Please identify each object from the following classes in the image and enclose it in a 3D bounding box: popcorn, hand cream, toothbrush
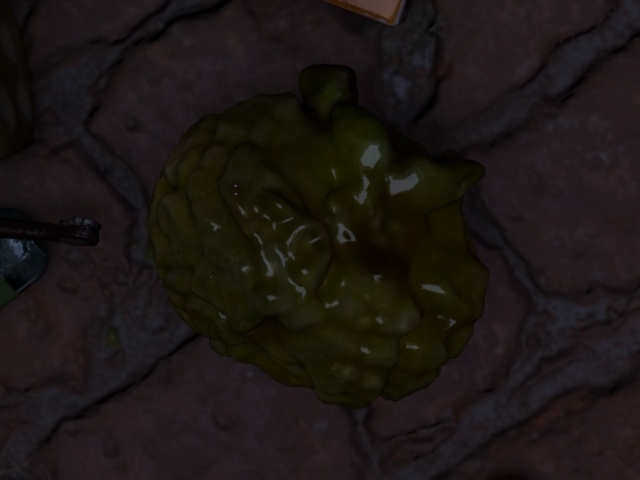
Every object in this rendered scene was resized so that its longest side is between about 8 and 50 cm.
[{"bbox_3d":[0.000,0.000,1.362,0.258,0.224,0.270,-14,83,-19],"label":"popcorn"},{"bbox_3d":[-0.309,0.041,1.476,0.175,0.046,0.095,-33,93,9],"label":"hand cream"},{"bbox_3d":[-0.355,-0.019,1.447,0.364,0.041,0.041,5,101,12],"label":"toothbrush"}]

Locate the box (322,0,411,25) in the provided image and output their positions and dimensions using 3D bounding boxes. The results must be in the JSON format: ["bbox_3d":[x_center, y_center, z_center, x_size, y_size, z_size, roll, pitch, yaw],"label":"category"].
[{"bbox_3d":[-0.023,-0.311,1.366,0.274,0.091,0.221,18,102,1],"label":"box"}]

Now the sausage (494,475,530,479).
[{"bbox_3d":[0.161,0.242,1.476,0.054,0.059,0.094,-7,104,-39],"label":"sausage"}]

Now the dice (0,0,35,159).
[{"bbox_3d":[-0.330,-0.129,1.384,0.169,0.166,0.169,-15,100,7],"label":"dice"}]
